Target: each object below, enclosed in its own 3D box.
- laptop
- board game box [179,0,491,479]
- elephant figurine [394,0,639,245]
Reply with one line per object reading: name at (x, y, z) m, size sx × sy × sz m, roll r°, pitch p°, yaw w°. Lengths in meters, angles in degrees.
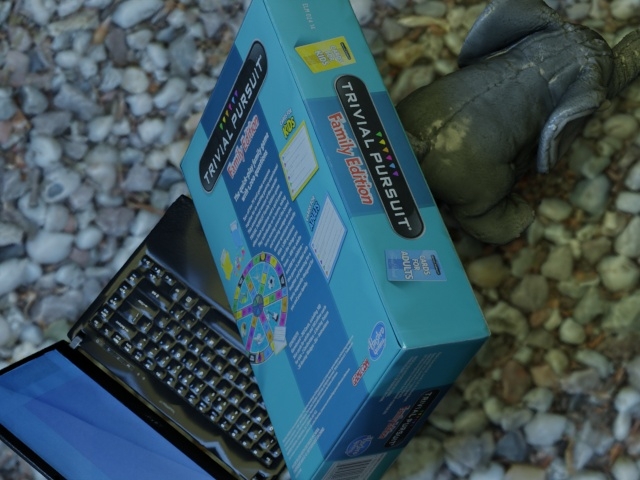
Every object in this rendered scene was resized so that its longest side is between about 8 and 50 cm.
laptop at (-0.125, 0.110, 1.527) m, size 0.234 × 0.136 × 0.264 m, roll 37°, pitch 83°, yaw 15°
board game box at (0.000, 0.000, 1.451) m, size 0.079 × 0.254 × 0.336 m, roll -7°, pitch 61°, yaw -26°
elephant figurine at (0.176, -0.128, 1.520) m, size 0.239 × 0.186 × 0.169 m, roll -41°, pitch 108°, yaw 9°
